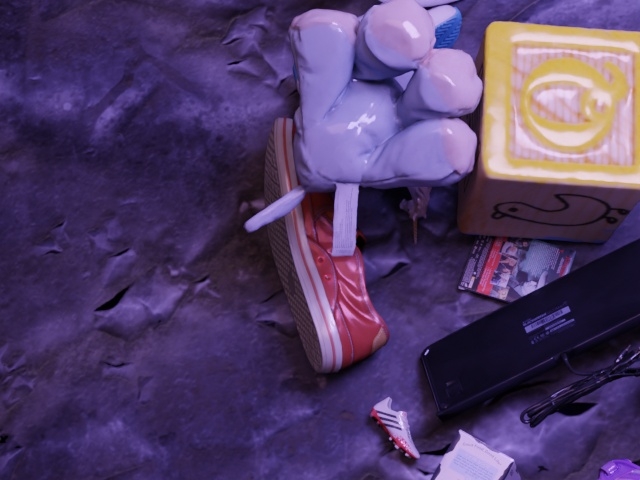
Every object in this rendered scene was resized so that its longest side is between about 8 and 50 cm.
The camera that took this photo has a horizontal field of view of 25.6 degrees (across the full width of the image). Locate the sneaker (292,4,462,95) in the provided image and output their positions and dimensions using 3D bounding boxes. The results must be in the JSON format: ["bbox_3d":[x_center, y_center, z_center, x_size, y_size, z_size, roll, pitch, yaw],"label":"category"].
[{"bbox_3d":[0.072,-0.243,1.786,0.229,0.087,0.092,-29,65,-1],"label":"sneaker"}]

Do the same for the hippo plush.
[{"bbox_3d":[0.079,-0.145,1.623,0.234,0.236,0.294,15,108,10],"label":"hippo plush"}]

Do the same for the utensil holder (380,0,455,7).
[{"bbox_3d":[0.113,-0.543,1.758,0.328,0.327,0.385,-26,65,3],"label":"utensil holder"}]

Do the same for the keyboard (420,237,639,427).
[{"bbox_3d":[0.271,0.122,1.584,0.317,0.033,0.201,-28,35,11],"label":"keyboard"}]

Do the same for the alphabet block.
[{"bbox_3d":[0.264,-0.120,1.617,0.192,0.197,0.193,2,72,-1],"label":"alphabet block"}]

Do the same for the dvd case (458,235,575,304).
[{"bbox_3d":[0.235,0.036,1.688,0.119,0.013,0.087,16,75,19],"label":"dvd case"}]

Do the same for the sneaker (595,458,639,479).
[{"bbox_3d":[0.315,0.294,1.542,0.236,0.095,0.104,-9,62,4],"label":"sneaker"}]

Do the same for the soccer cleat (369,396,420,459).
[{"bbox_3d":[0.093,0.220,1.647,0.035,0.029,0.083,-42,63,0],"label":"soccer cleat"}]

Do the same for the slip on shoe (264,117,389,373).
[{"bbox_3d":[0.000,0.000,1.711,0.101,0.123,0.331,-11,67,-16],"label":"slip on shoe"}]

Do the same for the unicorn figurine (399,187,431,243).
[{"bbox_3d":[0.117,-0.097,1.736,0.111,0.060,0.162,37,88,29],"label":"unicorn figurine"}]

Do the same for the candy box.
[{"bbox_3d":[0.141,0.319,1.526,0.070,0.165,0.196,27,79,20],"label":"candy box"}]
